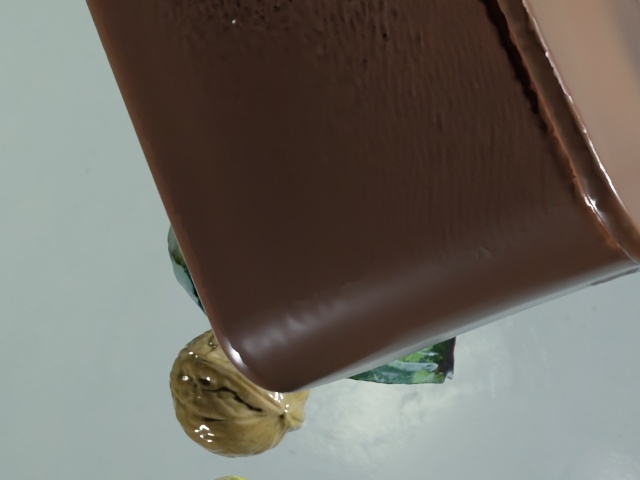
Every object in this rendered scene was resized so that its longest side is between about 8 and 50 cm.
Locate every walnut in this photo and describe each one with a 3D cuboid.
[{"bbox_3d":[-0.123,0.236,1.820,0.228,0.228,0.228,-13,61,24],"label":"walnut"}]

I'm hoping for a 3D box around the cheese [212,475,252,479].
[{"bbox_3d":[-0.009,0.196,0.664,0.069,0.177,0.270,-64,18,-6],"label":"cheese"}]

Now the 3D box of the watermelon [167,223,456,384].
[{"bbox_3d":[0.000,0.000,0.993,0.224,0.180,0.305,-45,46,6],"label":"watermelon"}]

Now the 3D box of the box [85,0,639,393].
[{"bbox_3d":[0.041,-0.108,0.641,0.229,0.239,0.339,-26,80,30],"label":"box"}]
